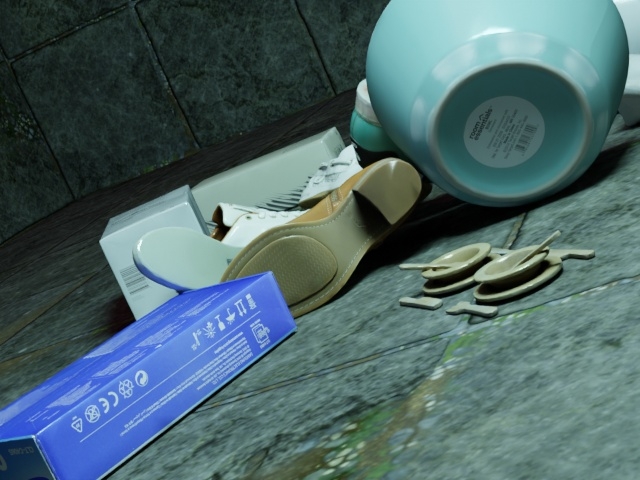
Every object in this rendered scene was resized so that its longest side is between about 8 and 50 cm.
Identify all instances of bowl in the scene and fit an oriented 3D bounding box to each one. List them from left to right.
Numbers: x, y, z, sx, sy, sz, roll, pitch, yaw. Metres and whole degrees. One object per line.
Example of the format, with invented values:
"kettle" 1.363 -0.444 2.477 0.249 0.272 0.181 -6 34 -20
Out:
"bowl" 0.210 -0.161 1.442 0.312 0.311 0.163 -22 30 14

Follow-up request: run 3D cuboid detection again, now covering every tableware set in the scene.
"tableware set" 0.157 0.023 1.226 0.128 0.039 0.194 -28 12 -20

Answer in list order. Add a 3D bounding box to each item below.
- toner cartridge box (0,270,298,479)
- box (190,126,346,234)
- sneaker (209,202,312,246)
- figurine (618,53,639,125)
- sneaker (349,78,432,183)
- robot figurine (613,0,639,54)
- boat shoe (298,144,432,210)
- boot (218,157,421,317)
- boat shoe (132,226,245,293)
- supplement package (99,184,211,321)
"toner cartridge box" -0.193 0.148 1.293 0.165 0.075 0.348 -16 13 44
"box" -0.087 -0.099 2.202 0.275 0.094 0.113 -21 11 20
"sneaker" -0.064 -0.013 1.669 0.290 0.123 0.106 -27 9 -20
"figurine" 0.494 -0.222 1.576 0.215 0.092 0.209 -32 17 -33
"sneaker" 0.187 -0.134 1.622 0.302 0.121 0.108 6 38 -4
"robot figurine" 0.377 -0.288 1.822 0.354 0.199 0.300 -20 40 20
"boat shoe" 0.062 -0.096 1.772 0.277 0.098 0.096 -8 64 57
"boot" 0.000 0.000 1.527 0.283 0.109 0.220 -43 1 -2
"boat shoe" -0.138 0.041 1.526 0.228 0.079 0.081 10 -29 -40
"supplement package" -0.223 0.017 1.821 0.134 0.139 0.244 -24 9 -2
